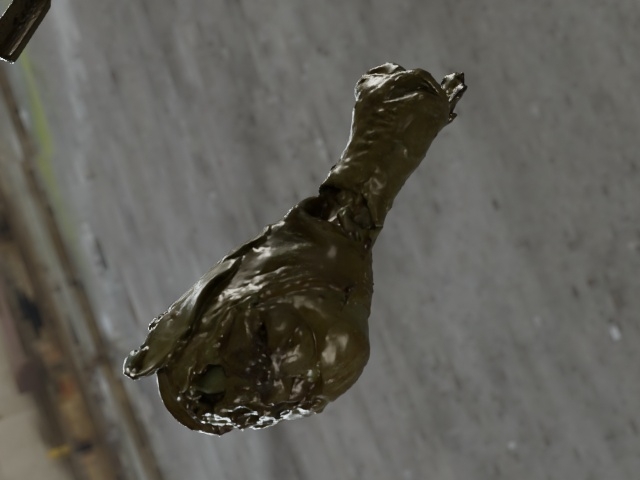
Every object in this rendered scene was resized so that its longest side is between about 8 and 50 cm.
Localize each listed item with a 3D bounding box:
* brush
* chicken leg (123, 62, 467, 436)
[{"bbox_3d":[-0.305,-0.293,2.069,0.043,0.248,0.036,22,150,8],"label":"brush"},{"bbox_3d":[0.000,0.000,1.726,0.201,0.429,0.153,25,169,37],"label":"chicken leg"}]
